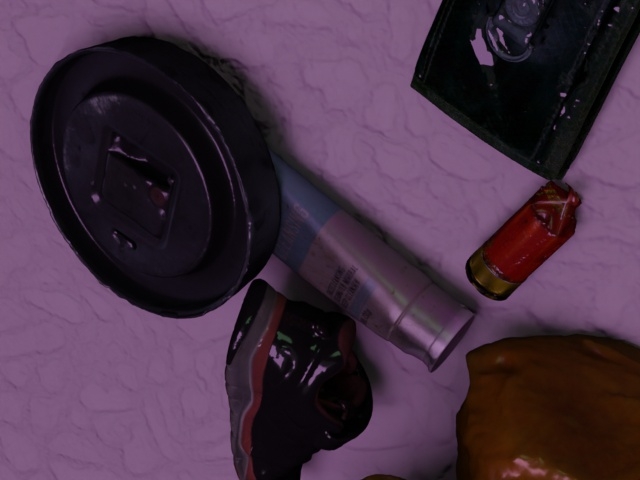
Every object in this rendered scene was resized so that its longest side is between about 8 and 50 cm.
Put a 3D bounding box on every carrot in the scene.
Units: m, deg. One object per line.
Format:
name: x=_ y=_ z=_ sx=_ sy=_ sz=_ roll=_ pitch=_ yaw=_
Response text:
carrot: x=0.268 y=0.241 z=1.341 sx=0.241 sy=0.241 sz=0.341 roll=-19 pitch=108 yaw=37

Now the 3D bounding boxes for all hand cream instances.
hand cream: x=0.000 y=0.000 z=1.465 sx=0.312 sy=0.070 sz=0.111 roll=36 pitch=136 yaw=12

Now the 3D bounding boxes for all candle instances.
candle: x=0.180 y=-0.003 z=1.364 sx=0.052 sy=0.052 sz=0.131 roll=42 pitch=130 yaw=2

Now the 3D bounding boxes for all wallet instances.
wallet: x=0.170 y=-0.172 z=1.271 sx=0.160 sy=0.055 sz=0.236 roll=36 pitch=131 yaw=16

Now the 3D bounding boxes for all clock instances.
clock: x=-0.158 y=-0.059 z=1.501 sx=0.280 sy=0.055 sz=0.281 roll=21 pitch=126 yaw=31

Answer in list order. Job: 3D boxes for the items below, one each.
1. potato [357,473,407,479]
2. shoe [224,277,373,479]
potato: x=0.111 y=0.360 z=1.305 sx=0.369 sy=0.176 sz=0.195 roll=60 pitch=174 yaw=-3
shoe: x=-0.016 y=0.152 z=1.533 sx=0.137 sy=0.114 sz=0.291 roll=10 pitch=139 yaw=7
